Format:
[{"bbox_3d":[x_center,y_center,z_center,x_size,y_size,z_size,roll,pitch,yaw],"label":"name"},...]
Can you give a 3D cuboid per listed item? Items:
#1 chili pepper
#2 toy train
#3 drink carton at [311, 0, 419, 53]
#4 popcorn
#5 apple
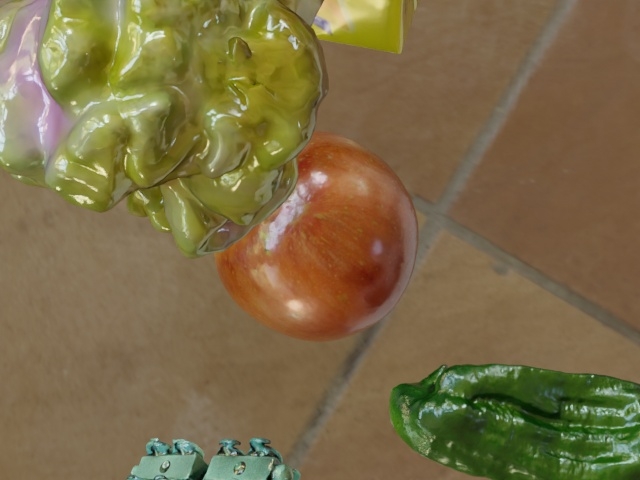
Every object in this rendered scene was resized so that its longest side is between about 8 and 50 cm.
[{"bbox_3d":[0.176,0.127,0.974,0.257,0.074,0.100,7,66,-15],"label":"chili pepper"},{"bbox_3d":[-0.045,0.109,0.625,0.045,0.092,0.029,56,46,-32],"label":"toy train"},{"bbox_3d":[-0.095,-0.251,1.051,0.351,0.111,0.154,11,141,7],"label":"drink carton"},{"bbox_3d":[-0.060,-0.063,0.521,0.126,0.145,0.126,16,78,-12],"label":"popcorn"},{"bbox_3d":[0.000,0.000,1.114,0.139,0.163,0.163,35,91,-18],"label":"apple"}]
